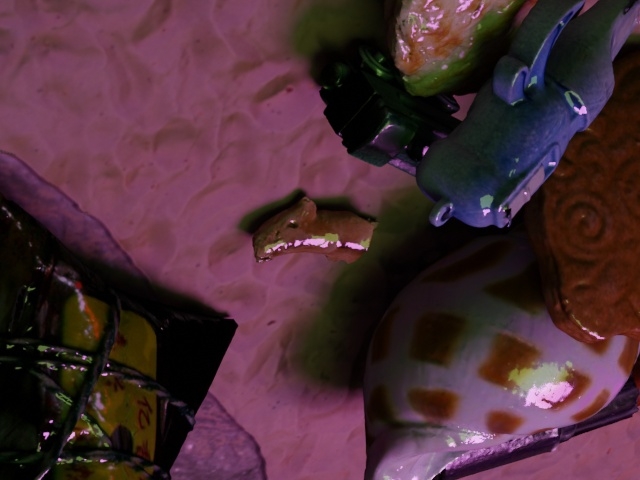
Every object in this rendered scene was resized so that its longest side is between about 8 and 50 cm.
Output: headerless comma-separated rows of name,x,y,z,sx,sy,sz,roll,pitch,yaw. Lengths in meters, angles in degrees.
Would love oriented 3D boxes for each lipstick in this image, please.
lipstick,0.238,0.179,2.079,0.299,0.081,0.081,-15,136,-19

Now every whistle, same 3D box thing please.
whistle,0.175,-0.109,1.640,0.269,0.093,0.180,-49,154,-21

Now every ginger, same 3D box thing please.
ginger,0.002,-0.005,1.778,0.137,0.044,0.057,3,146,-33

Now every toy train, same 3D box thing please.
toy train,0.070,-0.098,1.680,0.170,0.111,0.071,23,119,-44

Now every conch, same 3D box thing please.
conch,0.180,0.092,1.874,0.368,0.197,0.249,-24,171,-11

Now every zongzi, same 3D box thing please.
zongzi,-0.201,0.163,1.676,0.362,0.319,0.384,12,87,-52

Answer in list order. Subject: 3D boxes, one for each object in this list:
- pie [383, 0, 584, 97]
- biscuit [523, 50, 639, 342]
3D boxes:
pie,0.124,-0.210,1.609,0.201,0.090,0.248,-37,151,-12
biscuit,0.294,-0.040,1.794,0.257,0.273,0.049,3,167,-29
